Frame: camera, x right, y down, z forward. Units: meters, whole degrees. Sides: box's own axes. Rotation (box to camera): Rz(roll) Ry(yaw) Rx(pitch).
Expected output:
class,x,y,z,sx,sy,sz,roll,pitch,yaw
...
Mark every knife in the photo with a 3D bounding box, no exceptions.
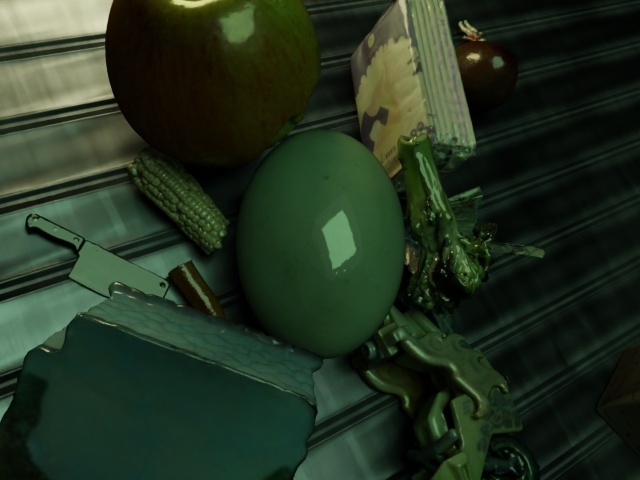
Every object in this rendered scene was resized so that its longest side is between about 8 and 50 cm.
class,x,y,z,sx,sy,sz,roll,pitch,yaw
knife,-0.359,0.039,1.062,0.245,0.019,0.072,29,61,-13

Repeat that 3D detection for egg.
class,x,y,z,sx,sy,sz,roll,pitch,yaw
egg,0.000,0.000,1.093,0.276,0.276,0.389,10,62,-21

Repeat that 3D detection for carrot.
class,x,y,z,sx,sy,sz,roll,pitch,yaw
carrot,-0.191,0.097,1.099,0.048,0.048,0.139,-35,88,-32

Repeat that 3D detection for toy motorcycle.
class,x,y,z,sx,sy,sz,roll,pitch,yaw
toy motorcycle,0.207,0.275,1.141,0.237,0.169,0.410,-9,63,-36

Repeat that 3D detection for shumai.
class,x,y,z,sx,sy,sz,roll,pitch,yaw
shumai,0.297,0.001,1.347,0.087,0.099,0.124,26,43,8

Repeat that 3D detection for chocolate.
class,x,y,z,sx,sy,sz,roll,pitch,yaw
chocolate,0.359,-0.373,1.489,0.177,0.177,0.176,10,65,-21

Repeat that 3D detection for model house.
class,x,y,z,sx,sy,sz,roll,pitch,yaw
model house,-0.200,0.216,0.945,0.360,0.339,0.297,19,105,-2

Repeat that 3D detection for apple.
class,x,y,z,sx,sy,sz,roll,pitch,yaw
apple,-0.163,-0.289,1.055,0.340,0.339,0.339,10,65,-21

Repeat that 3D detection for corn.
class,x,y,z,sx,sy,sz,roll,pitch,yaw
corn,-0.232,-0.071,1.134,0.211,0.087,0.087,47,58,-5

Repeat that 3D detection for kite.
class,x,y,z,sx,sy,sz,roll,pitch,yaw
kite,0.265,0.009,1.282,0.314,0.011,0.335,10,52,13

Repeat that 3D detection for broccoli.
class,x,y,z,sx,sy,sz,roll,pitch,yaw
broccoli,0.188,-0.033,1.138,0.165,0.145,0.304,-22,101,-53

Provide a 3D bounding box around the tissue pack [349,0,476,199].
class,x,y,z,sx,sy,sz,roll,pitch,yaw
tissue pack,0.169,-0.270,1.308,0.125,0.242,0.343,3,68,-25

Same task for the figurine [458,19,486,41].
class,x,y,z,sx,sy,sz,roll,pitch,yaw
figurine,0.369,-0.482,1.607,0.064,0.047,0.109,-22,70,-23

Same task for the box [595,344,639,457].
class,x,y,z,sx,sy,sz,roll,pitch,yaw
box,0.744,0.312,1.301,0.225,0.297,0.190,46,55,-1
